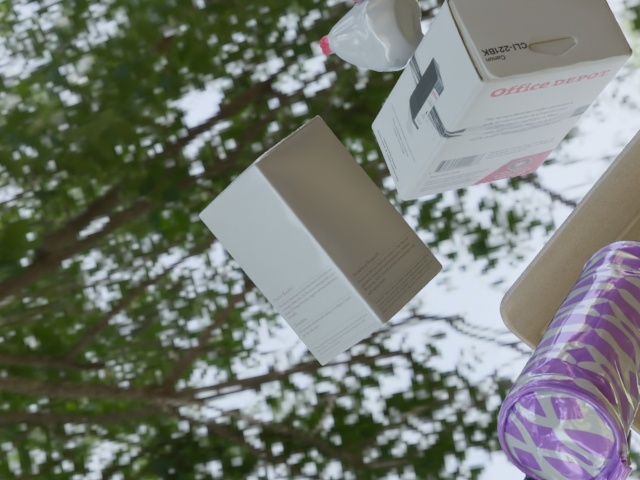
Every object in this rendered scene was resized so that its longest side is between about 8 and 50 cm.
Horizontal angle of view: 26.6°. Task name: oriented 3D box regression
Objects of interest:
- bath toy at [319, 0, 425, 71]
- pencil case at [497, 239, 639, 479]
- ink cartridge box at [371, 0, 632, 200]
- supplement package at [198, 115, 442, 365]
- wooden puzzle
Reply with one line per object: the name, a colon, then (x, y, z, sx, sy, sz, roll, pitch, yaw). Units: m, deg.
bath toy: (0.056, -0.361, 1.654, 0.151, 0.129, 0.348, 23, -121, -53)
pencil case: (0.187, 0.078, 0.889, 0.206, 0.088, 0.086, -49, -24, -49)
ink cartridge box: (0.201, -0.171, 1.553, 0.197, 0.273, 0.114, -13, -111, -22)
supplement package: (0.000, 0.000, 1.209, 0.179, 0.105, 0.105, 51, -132, -1)
wooden puzzle: (0.283, 0.035, 1.126, 0.239, 0.221, 0.044, 38, -177, -32)
